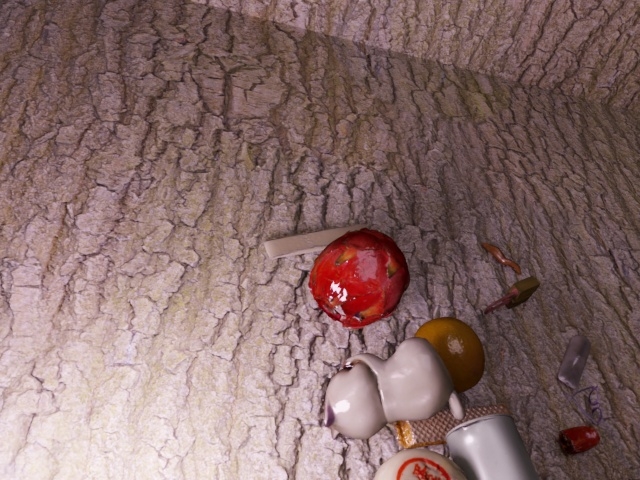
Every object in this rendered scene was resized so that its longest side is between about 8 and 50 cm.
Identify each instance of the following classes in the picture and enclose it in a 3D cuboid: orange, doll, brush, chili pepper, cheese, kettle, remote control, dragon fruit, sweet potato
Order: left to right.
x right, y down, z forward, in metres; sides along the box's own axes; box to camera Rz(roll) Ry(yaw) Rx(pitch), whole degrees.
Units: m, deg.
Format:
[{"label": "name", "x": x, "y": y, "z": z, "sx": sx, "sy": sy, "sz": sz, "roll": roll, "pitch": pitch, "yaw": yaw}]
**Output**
[{"label": "cheese", "x": -0.001, "y": 0.001, "z": 2.127, "sx": 0.400, "sy": 0.034, "sz": 0.085, "roll": -10, "pitch": 50, "yaw": -26}, {"label": "dragon fruit", "x": 0.117, "y": 0.117, "z": 1.902, "sx": 0.296, "sy": 0.295, "sz": 0.301, "roll": 37, "pitch": 68, "yaw": 13}, {"label": "doll", "x": 0.183, "y": 0.396, "z": 1.652, "sx": 0.370, "sy": 0.215, "sz": 0.226, "roll": -12, "pitch": 65, "yaw": -1}, {"label": "orange", "x": 0.376, "y": 0.341, "z": 1.835, "sx": 0.236, "sy": 0.236, "sz": 0.236, "roll": 10, "pitch": 49, "yaw": -11}, {"label": "sweet potato", "x": 0.673, "y": 0.064, "z": 2.297, "sx": 0.179, "sy": 0.044, "sz": 0.044, "roll": 40, "pitch": 50, "yaw": 18}, {"label": "brush", "x": 0.644, "y": 0.199, "z": 2.128, "sx": 0.233, "sy": 0.103, "sz": 0.047, "roll": -18, "pitch": 56, "yaw": -29}, {"label": "kettle", "x": 0.487, "y": 0.637, "z": 1.605, "sx": 0.265, "sy": 0.205, "sz": 0.318, "roll": 6, "pitch": 47, "yaw": -27}, {"label": "remote control", "x": 0.858, "y": 0.397, "z": 2.069, "sx": 0.073, "sy": 0.044, "sz": 0.229, "roll": 36, "pitch": 48, "yaw": 9}, {"label": "chili pepper", "x": 0.779, "y": 0.598, "z": 1.855, "sx": 0.123, "sy": 0.073, "sz": 0.070, "roll": -6, "pitch": 95, "yaw": -20}]

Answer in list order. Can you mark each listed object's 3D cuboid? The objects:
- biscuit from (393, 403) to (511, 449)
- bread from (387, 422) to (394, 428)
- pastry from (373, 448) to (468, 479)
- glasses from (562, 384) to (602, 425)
[{"label": "biscuit", "x": 0.390, "y": 0.529, "z": 1.773, "sx": 0.379, "sy": 0.054, "sz": 0.094, "roll": 2, "pitch": 55, "yaw": -22}, {"label": "bread", "x": 0.192, "y": 0.495, "z": 1.770, "sx": 0.154, "sy": 0.028, "sz": 0.068, "roll": 23, "pitch": 47, "yaw": 0}, {"label": "pastry", "x": 0.246, "y": 0.626, "z": 1.490, "sx": 0.265, "sy": 0.133, "sz": 0.264, "roll": 13, "pitch": 43, "yaw": -12}, {"label": "glasses", "x": 0.823, "y": 0.508, "z": 1.951, "sx": 0.104, "sy": 0.062, "sz": 0.140, "roll": 19, "pitch": 46, "yaw": -1}]
